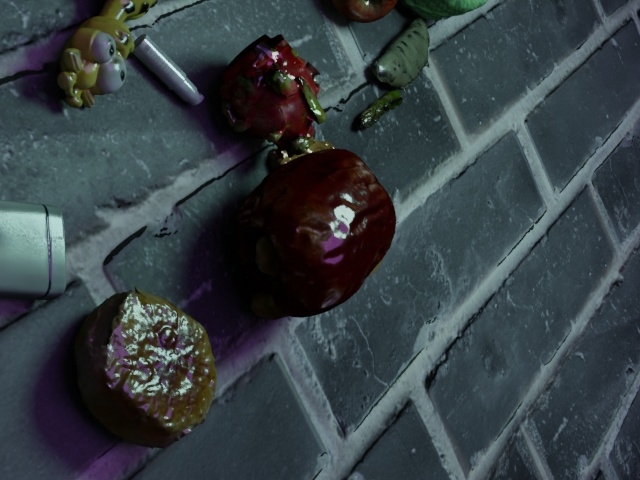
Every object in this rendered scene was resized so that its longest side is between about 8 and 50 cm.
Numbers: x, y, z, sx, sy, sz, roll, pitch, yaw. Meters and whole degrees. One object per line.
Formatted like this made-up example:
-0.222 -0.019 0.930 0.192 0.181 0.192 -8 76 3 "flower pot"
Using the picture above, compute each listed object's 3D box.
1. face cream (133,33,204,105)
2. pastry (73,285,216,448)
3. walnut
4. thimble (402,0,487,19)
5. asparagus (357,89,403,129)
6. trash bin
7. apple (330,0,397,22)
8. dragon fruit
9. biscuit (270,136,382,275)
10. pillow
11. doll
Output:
-0.221 -0.245 1.486 0.130 0.034 0.034 43 47 -31 "face cream"
-0.223 0.165 1.292 0.192 0.093 0.182 41 46 -32 "pastry"
0.000 0.000 1.535 0.269 0.222 0.243 -32 134 -37 "walnut"
0.241 -0.556 2.035 0.219 0.150 0.219 2 87 -47 "thimble"
0.107 -0.240 1.884 0.165 0.030 0.036 -44 139 -49 "asparagus"
-0.371 0.011 1.197 0.130 0.059 0.116 6 72 -48 "trash bin"
0.079 -0.478 1.847 0.146 0.146 0.131 31 34 -40 "apple"
-0.068 -0.216 1.563 0.160 0.166 0.172 -44 106 -1 "dragon fruit"
0.021 -0.062 1.711 0.288 0.044 0.202 57 41 -23 "biscuit"
0.169 -0.352 1.981 0.093 0.051 0.241 54 41 -15 "pillow"
-0.283 -0.302 1.391 0.117 0.086 0.291 78 25 -51 "doll"
